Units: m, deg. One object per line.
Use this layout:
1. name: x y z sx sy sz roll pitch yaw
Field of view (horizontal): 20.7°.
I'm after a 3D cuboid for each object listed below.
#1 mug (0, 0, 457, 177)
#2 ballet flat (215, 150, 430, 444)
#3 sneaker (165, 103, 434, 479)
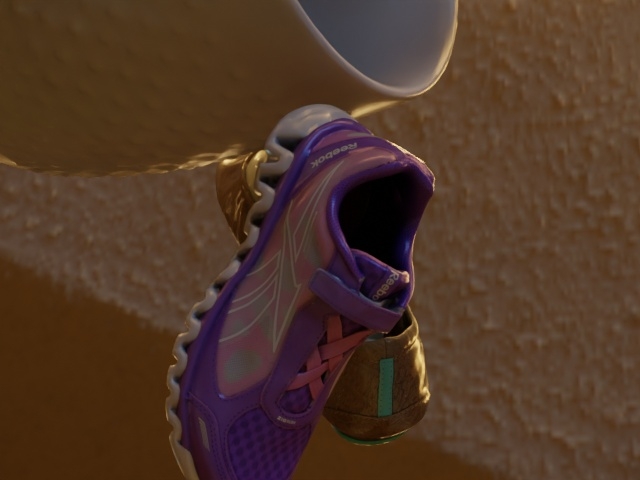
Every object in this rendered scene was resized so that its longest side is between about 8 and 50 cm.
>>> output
1. mug: -0.089 -0.167 1.222 0.328 0.276 0.374 -16 -23 30
2. ballet flat: 0.000 0.000 1.349 0.116 0.342 0.124 -8 -45 -13
3. sneaker: -0.004 0.039 0.963 0.104 0.236 0.095 11 -12 47
